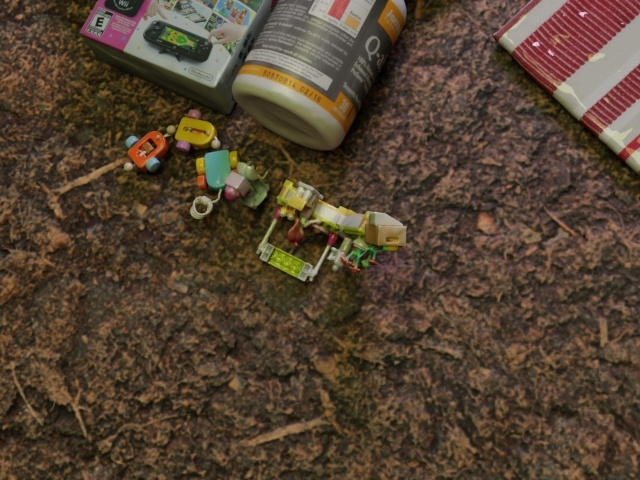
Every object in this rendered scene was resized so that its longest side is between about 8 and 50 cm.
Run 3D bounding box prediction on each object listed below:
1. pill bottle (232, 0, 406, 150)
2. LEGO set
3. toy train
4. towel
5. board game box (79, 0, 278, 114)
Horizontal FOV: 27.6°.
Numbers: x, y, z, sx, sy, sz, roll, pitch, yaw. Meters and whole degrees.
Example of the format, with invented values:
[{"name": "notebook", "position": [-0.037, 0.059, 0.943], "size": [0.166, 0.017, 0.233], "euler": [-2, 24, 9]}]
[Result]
[{"name": "pill bottle", "position": [0.014, -0.271, 1.689], "size": [0.162, 0.162, 0.278], "euler": [25, 79, 17]}, {"name": "LEGO set", "position": [0.000, 0.000, 1.620], "size": [0.287, 0.132, 0.107], "euler": [24, 83, 40]}, {"name": "toy train", "position": [-0.176, -0.100, 1.735], "size": [0.125, 0.046, 0.166], "euler": [-46, 67, -4]}, {"name": "towel", "position": [0.416, -0.229, 1.665], "size": [0.237, 0.037, 0.329], "euler": [-42, 69, -3]}, {"name": "board game box", "position": [-0.156, -0.354, 1.785], "size": [0.224, 0.097, 0.303], "euler": [24, 77, 18]}]
